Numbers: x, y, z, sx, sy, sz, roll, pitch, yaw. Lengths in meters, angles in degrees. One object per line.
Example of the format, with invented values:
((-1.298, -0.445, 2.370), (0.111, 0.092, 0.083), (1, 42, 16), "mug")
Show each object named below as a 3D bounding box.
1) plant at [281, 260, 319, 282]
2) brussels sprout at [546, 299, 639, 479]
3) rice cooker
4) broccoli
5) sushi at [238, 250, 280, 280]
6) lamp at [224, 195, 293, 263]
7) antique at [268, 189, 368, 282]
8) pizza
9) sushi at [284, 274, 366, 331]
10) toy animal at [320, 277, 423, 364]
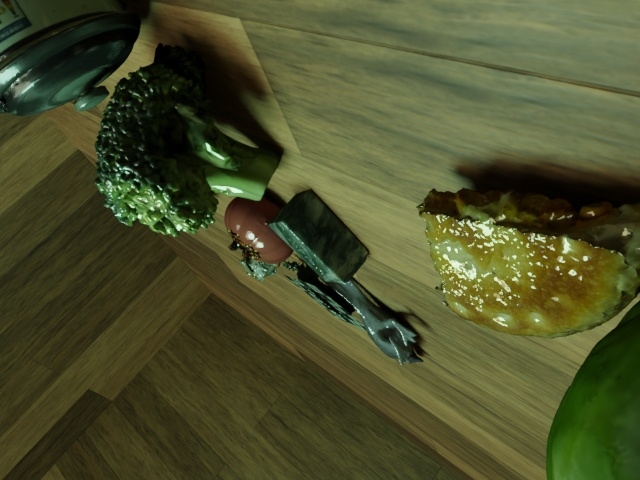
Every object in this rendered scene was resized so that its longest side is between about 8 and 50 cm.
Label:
((-0.054, 0.080, 1.296), (0.102, 0.051, 0.051), (30, 160, 11), "plant")
((0.343, 0.169, 0.328), (0.355, 0.289, 0.281), (38, 180, -33), "brussels sprout")
((-0.425, -0.329, 0.713), (0.264, 0.316, 0.316), (-17, 123, 41), "rice cooker")
((-0.243, -0.147, 0.822), (0.318, 0.277, 0.338), (14, 163, 16), "broccoli")
((-0.178, 0.065, 1.444), (0.097, 0.103, 0.226), (30, 169, -23), "sushi")
((-0.138, -0.020, 1.092), (0.182, 0.140, 0.182), (35, 166, 10), "lamp")
((0.000, 0.000, 0.940), (0.183, 0.086, 0.088), (46, 162, -14), "antique")
((0.213, 0.013, 0.542), (0.226, 0.086, 0.335), (43, 161, 7), "pizza")
((0.033, 0.140, 1.226), (0.215, 0.050, 0.192), (42, 165, -26), "sushi")
((0.148, 0.203, 1.109), (0.367, 0.081, 0.206), (46, 176, -18), "toy animal")
